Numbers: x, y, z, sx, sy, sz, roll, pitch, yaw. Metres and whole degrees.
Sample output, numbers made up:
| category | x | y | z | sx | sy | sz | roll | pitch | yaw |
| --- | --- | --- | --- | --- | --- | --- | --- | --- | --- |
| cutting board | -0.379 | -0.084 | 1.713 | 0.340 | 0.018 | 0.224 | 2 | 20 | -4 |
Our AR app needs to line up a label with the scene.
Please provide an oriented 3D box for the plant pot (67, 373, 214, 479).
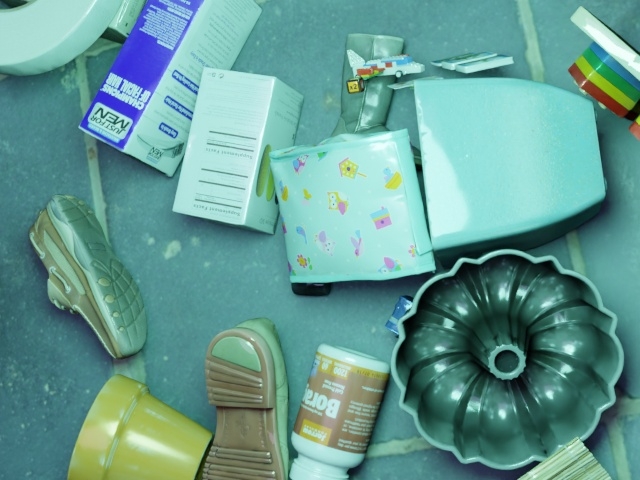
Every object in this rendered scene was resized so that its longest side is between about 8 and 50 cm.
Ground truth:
| category | x | y | z | sx | sy | sz | roll | pitch | yaw |
| --- | --- | --- | --- | --- | --- | --- | --- | --- | --- |
| plant pot | -0.281 | 0.344 | 1.771 | 0.188 | 0.205 | 0.205 | 20 | 90 | 5 |

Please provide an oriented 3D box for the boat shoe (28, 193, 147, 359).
| category | x | y | z | sx | sy | sz | roll | pitch | yaw |
| --- | --- | --- | --- | --- | --- | --- | --- | --- | --- |
| boat shoe | -0.406 | 0.074 | 1.887 | 0.116 | 0.123 | 0.324 | -38 | 66 | 18 |

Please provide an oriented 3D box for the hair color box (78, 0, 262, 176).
| category | x | y | z | sx | sy | sz | roll | pitch | yaw |
| --- | --- | --- | --- | --- | --- | --- | --- | --- | --- |
| hair color box | -0.246 | -0.292 | 1.827 | 0.110 | 0.185 | 0.338 | 27 | 88 | 20 |

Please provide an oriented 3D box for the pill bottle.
| category | x | y | z | sx | sy | sz | roll | pitch | yaw |
| --- | --- | --- | --- | --- | --- | --- | --- | --- | --- |
| pill bottle | 0.025 | 0.278 | 1.702 | 0.121 | 0.121 | 0.216 | 16 | 88 | 20 |

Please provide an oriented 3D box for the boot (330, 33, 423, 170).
| category | x | y | z | sx | sy | sz | roll | pitch | yaw |
| --- | --- | --- | --- | --- | --- | --- | --- | --- | --- |
| boot | 0.106 | -0.227 | 1.775 | 0.190 | 0.076 | 0.208 | 15 | 81 | 18 |

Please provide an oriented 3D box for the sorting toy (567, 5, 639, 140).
| category | x | y | z | sx | sy | sz | roll | pitch | yaw |
| --- | --- | --- | --- | --- | --- | --- | --- | --- | --- |
| sorting toy | 0.461 | -0.199 | 1.551 | 0.257 | 0.255 | 0.089 | 47 | 110 | 18 |

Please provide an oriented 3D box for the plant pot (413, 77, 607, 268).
| category | x | y | z | sx | sy | sz | roll | pitch | yaw |
| --- | --- | --- | --- | --- | --- | --- | --- | --- | --- |
| plant pot | 0.284 | -0.107 | 1.609 | 0.252 | 0.247 | 0.247 | -7 | 81 | 10 |

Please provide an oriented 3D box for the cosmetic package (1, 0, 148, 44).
| category | x | y | z | sx | sy | sz | roll | pitch | yaw |
| --- | --- | --- | --- | --- | --- | --- | --- | --- | --- |
| cosmetic package | -0.432 | -0.439 | 1.933 | 0.310 | 0.160 | 0.113 | 21 | 89 | 19 |

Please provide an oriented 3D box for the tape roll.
| category | x | y | z | sx | sy | sz | roll | pitch | yaw |
| --- | --- | --- | --- | --- | --- | --- | --- | --- | --- |
| tape roll | -0.500 | -0.472 | 1.840 | 0.392 | 0.072 | 0.391 | -3 | 80 | 19 |

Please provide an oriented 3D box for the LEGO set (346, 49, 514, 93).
| category | x | y | z | sx | sy | sz | roll | pitch | yaw |
| --- | --- | --- | --- | --- | --- | --- | --- | --- | --- |
| LEGO set | 0.146 | -0.272 | 1.659 | 0.244 | 0.182 | 0.060 | -14 | 105 | -8 |

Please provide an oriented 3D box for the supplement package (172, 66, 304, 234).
| category | x | y | z | sx | sy | sz | roll | pitch | yaw |
| --- | --- | --- | --- | --- | --- | --- | --- | --- | --- |
| supplement package | -0.133 | -0.145 | 1.803 | 0.134 | 0.139 | 0.244 | 11 | 88 | 21 |

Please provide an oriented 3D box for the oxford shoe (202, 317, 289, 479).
| category | x | y | z | sx | sy | sz | roll | pitch | yaw |
| --- | --- | --- | --- | --- | --- | --- | --- | --- | --- |
| oxford shoe | -0.097 | 0.315 | 1.739 | 0.141 | 0.146 | 0.396 | 9 | 106 | 19 |

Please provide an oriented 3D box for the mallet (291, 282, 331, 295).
| category | x | y | z | sx | sy | sz | roll | pitch | yaw |
| --- | --- | --- | --- | --- | --- | --- | --- | --- | --- |
| mallet | 0.000 | 0.000 | 1.796 | 0.062 | 0.039 | 0.189 | 9 | 82 | 21 |

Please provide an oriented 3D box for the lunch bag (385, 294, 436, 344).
| category | x | y | z | sx | sy | sz | roll | pitch | yaw |
| --- | --- | --- | --- | --- | --- | --- | --- | --- | --- |
| lunch bag | 0.142 | 0.128 | 1.695 | 0.067 | 0.098 | 0.065 | 28 | 95 | 15 |

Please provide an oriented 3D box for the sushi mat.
| category | x | y | z | sx | sy | sz | roll | pitch | yaw |
| --- | --- | --- | --- | --- | --- | --- | --- | --- | --- |
| sushi mat | 0.291 | 0.426 | 1.602 | 0.317 | 0.019 | 0.151 | -39 | 116 | 10 |

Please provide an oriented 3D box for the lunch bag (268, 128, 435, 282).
| category | x | y | z | sx | sy | sz | roll | pitch | yaw |
| --- | --- | --- | --- | --- | --- | --- | --- | --- | --- |
| lunch bag | 0.063 | -0.053 | 1.647 | 0.262 | 0.160 | 0.223 | -4 | 99 | 50 |

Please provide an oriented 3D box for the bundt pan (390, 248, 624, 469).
| category | x | y | z | sx | sy | sz | roll | pitch | yaw |
| --- | --- | --- | --- | --- | --- | --- | --- | --- | --- |
| bundt pan | 0.264 | 0.160 | 1.596 | 0.331 | 0.124 | 0.330 | 0 | 102 | 1 |
